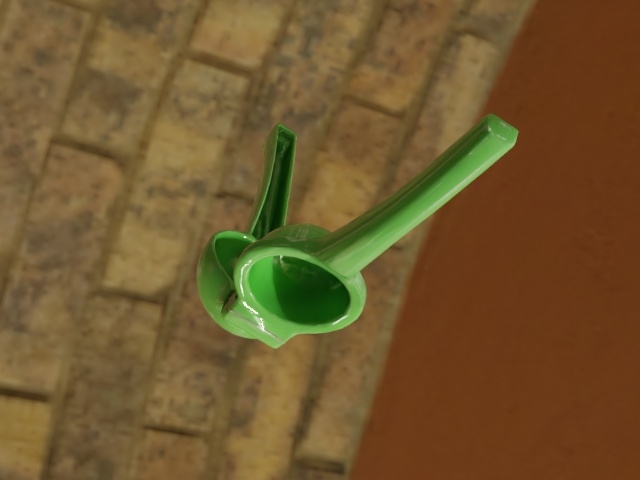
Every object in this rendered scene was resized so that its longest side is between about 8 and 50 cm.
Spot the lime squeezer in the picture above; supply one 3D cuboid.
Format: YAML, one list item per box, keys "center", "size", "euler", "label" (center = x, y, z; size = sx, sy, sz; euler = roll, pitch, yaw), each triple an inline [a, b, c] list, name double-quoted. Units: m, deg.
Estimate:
- center: [0.000, 0.000, 0.727]
  size: [0.110, 0.059, 0.310]
  euler: [-43, -168, -10]
  label: "lime squeezer"
